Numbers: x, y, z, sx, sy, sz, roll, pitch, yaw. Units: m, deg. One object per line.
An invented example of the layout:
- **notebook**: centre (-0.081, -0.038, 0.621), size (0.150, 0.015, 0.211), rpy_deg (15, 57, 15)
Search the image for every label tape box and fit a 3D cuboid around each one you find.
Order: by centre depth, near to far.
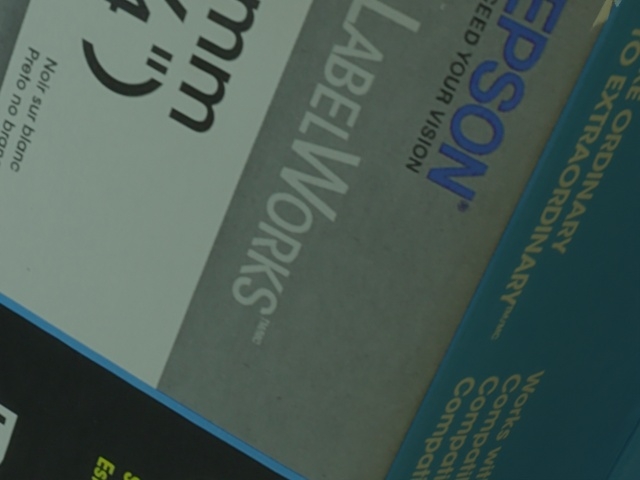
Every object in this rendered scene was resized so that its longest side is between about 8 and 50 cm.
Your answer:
- **label tape box**: centre (0.000, 0.000, 0.433), size (0.333, 0.106, 0.241), rpy_deg (30, 114, 14)
